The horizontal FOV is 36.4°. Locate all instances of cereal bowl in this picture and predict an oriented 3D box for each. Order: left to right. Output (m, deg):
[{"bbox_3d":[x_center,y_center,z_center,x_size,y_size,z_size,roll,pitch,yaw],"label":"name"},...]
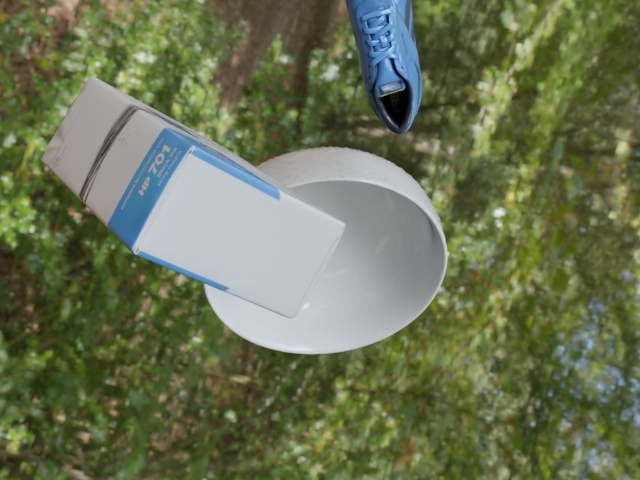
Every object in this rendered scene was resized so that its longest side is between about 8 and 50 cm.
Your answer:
[{"bbox_3d":[0.000,0.000,1.351,0.141,0.338,0.339,-100,-161,-46],"label":"cereal bowl"}]

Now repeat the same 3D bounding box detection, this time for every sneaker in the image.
[{"bbox_3d":[0.071,-0.210,1.041,0.082,0.069,0.209,-90,167,-50],"label":"sneaker"}]

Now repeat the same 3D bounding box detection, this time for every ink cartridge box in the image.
[{"bbox_3d":[-0.096,-0.034,0.694,0.190,0.139,0.082,37,-82,51],"label":"ink cartridge box"}]
